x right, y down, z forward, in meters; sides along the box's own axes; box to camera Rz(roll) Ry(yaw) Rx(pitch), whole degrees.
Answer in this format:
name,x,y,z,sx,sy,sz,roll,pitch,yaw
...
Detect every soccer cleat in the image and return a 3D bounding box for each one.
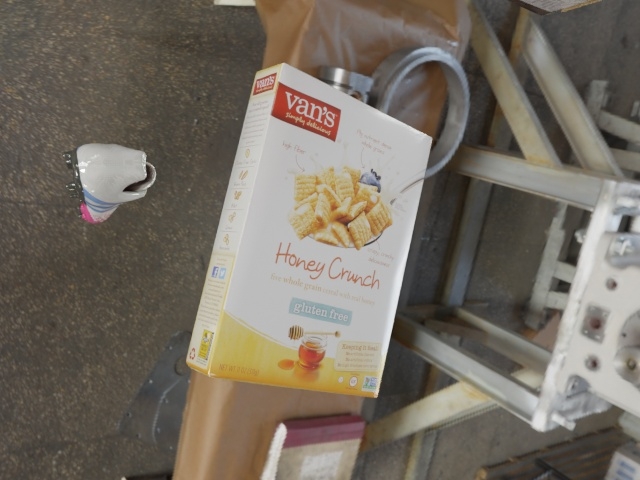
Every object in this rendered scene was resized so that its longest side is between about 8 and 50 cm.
name,x,y,z,sx,sy,sz,roll,pitch,yaw
soccer cleat,-0.372,-0.097,1.094,0.143,0.331,0.116,-6,88,-17

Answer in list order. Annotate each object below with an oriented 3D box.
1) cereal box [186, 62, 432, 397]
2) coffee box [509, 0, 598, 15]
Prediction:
name,x,y,z,sx,sy,sz,roll,pitch,yaw
cereal box,0.000,0.000,0.500,0.173,0.047,0.240,17,83,-36
coffee box,0.118,-0.289,0.462,0.246,0.098,0.141,18,97,-14
